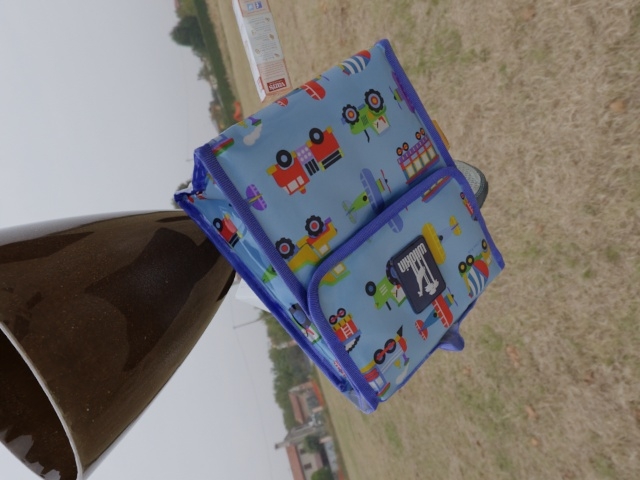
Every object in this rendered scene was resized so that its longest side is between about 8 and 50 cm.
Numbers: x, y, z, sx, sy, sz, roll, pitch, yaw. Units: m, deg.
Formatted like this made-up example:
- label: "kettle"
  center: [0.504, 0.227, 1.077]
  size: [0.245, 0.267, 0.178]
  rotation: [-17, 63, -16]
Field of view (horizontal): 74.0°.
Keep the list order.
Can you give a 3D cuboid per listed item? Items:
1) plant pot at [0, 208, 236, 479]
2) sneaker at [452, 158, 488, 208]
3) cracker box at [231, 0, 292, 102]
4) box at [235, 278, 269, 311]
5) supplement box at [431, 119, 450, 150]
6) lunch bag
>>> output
- label: "plant pot"
  center: [-0.194, 0.060, 0.407]
  size: [0.230, 0.215, 0.216]
  rotation: [-38, -60, -51]
- label: "sneaker"
  center: [0.071, -0.081, 0.555]
  size: [0.122, 0.282, 0.110]
  rotation: [54, -133, -65]
- label: "cracker box"
  center: [-0.131, -0.428, 0.922]
  size: [0.156, 0.067, 0.232]
  rotation: [-133, 25, -74]
- label: "box"
  center: [0.000, 0.000, 0.905]
  size: [0.168, 0.215, 0.346]
  rotation: [-8, 57, 54]
- label: "supplement box"
  center: [0.119, -0.164, 0.801]
  size: [0.078, 0.233, 0.080]
  rotation: [99, 155, -54]
- label: "lunch bag"
  center: [0.043, -0.001, 0.421]
  size: [0.293, 0.221, 0.138]
  rotation: [53, 154, -7]
